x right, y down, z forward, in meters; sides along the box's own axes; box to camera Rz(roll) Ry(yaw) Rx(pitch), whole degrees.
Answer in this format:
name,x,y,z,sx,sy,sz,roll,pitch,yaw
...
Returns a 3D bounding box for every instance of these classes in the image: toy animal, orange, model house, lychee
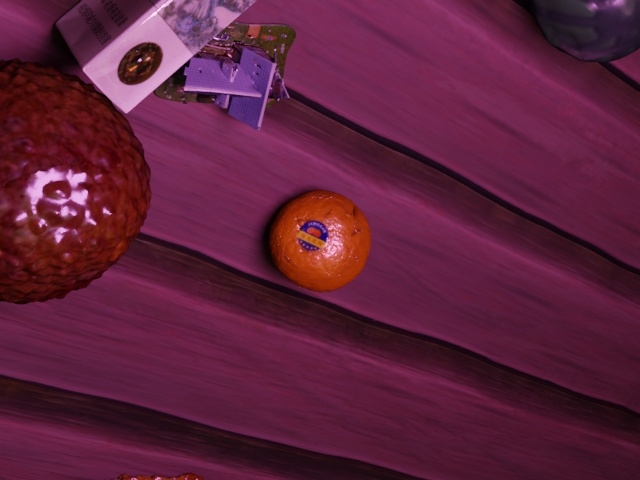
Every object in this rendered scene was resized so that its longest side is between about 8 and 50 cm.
name,x,y,z,sx,sy,sz,roll,pitch,yaw
toy animal,0.422,-0.368,1.258,0.338,0.191,0.216,-41,130,1
orange,0.001,0.002,1.311,0.135,0.135,0.117,-46,163,4
model house,-0.098,-0.194,1.157,0.167,0.088,0.117,4,117,-30
lychee,-0.302,-0.057,1.024,0.261,0.260,0.260,-13,124,-20

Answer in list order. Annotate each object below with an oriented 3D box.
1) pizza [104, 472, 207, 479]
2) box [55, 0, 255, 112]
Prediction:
name,x,y,z,sx,sy,sz,roll,pitch,yaw
pizza,-0.244,0.392,1.463,0.247,0.058,0.127,-2,121,-25
box,-0.148,-0.264,1.039,0.256,0.164,0.069,-41,127,1
